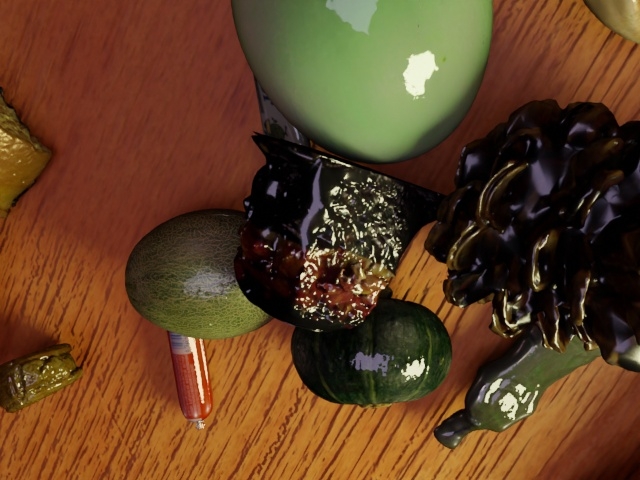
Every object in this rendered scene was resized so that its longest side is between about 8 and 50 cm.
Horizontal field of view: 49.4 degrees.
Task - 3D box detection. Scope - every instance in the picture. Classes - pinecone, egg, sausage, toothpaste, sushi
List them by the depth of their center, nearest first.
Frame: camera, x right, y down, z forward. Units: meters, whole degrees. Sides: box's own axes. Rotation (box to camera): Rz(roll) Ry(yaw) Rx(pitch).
[{"bbox_3d":[0.038,-0.197,0.609,0.220,0.220,0.270,-16,109,10],"label":"egg"},{"bbox_3d":[0.228,-0.011,0.611,0.243,0.257,0.243,-5,101,-27],"label":"pinecone"},{"bbox_3d":[0.000,0.000,0.632,0.153,0.172,0.150,23,99,23],"label":"sushi"},{"bbox_3d":[-0.044,-0.160,0.722,0.067,0.037,0.255,1,109,38],"label":"toothpaste"},{"bbox_3d":[-0.149,0.156,0.820,0.048,0.050,0.145,4,109,33],"label":"sausage"}]

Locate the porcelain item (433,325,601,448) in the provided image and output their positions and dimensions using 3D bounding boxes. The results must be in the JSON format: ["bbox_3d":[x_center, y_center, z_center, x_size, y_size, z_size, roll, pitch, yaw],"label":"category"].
[{"bbox_3d":[0.213,0.157,0.766,0.081,0.069,0.216,36,106,-21],"label":"porcelain item"}]

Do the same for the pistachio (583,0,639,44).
[{"bbox_3d":[0.299,-0.317,0.560,0.230,0.230,0.309,-19,107,11],"label":"pistachio"}]

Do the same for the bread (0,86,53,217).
[{"bbox_3d":[-0.416,-0.135,0.720,0.129,0.134,0.260,-38,98,13],"label":"bread"}]

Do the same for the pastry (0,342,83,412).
[{"bbox_3d":[-0.331,0.157,0.810,0.097,0.109,0.057,-25,92,-19],"label":"pastry"}]

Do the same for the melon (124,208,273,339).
[{"bbox_3d":[-0.108,0.034,0.732,0.192,0.139,0.139,-4,105,2],"label":"melon"}]

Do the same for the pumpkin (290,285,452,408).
[{"bbox_3d":[0.052,0.112,0.724,0.167,0.167,0.125,-19,77,11],"label":"pumpkin"}]
